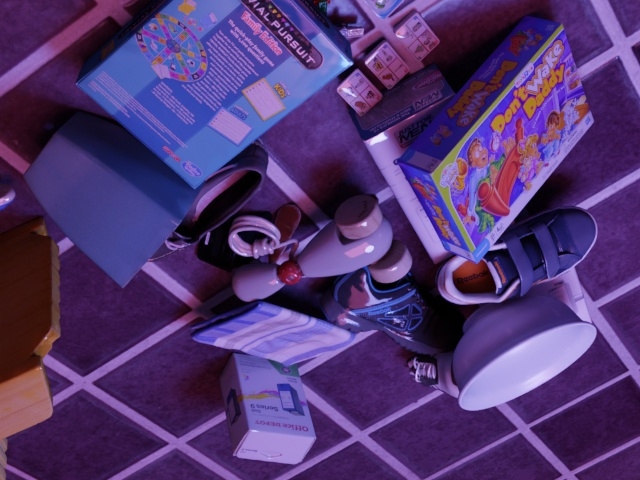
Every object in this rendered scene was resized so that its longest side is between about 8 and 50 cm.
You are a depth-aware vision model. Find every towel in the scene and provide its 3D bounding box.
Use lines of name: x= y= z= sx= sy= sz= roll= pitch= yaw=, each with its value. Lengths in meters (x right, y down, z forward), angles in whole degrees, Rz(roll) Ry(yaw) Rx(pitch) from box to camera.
towel: x=-0.090 y=0.188 z=1.952 sx=0.209 sy=0.034 sz=0.285 roll=-23 pitch=149 yaw=36

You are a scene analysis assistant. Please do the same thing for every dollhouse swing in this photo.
dollhouse swing: x=-0.520 y=0.220 z=1.716 sx=0.315 sy=0.347 sz=0.305 roll=-24 pitch=133 yaw=7

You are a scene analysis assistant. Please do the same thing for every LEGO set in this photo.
LEGO set: x=0.054 y=-0.337 z=1.576 sx=0.182 sy=0.060 sz=0.244 roll=-43 pitch=131 yaw=9

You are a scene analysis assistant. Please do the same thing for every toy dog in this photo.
toy dog: x=0.000 y=0.000 z=1.813 sx=0.333 sy=0.161 sz=0.220 roll=-2 pitch=128 yaw=5

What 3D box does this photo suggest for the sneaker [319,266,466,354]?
sneaker: x=0.173 y=0.133 z=1.982 sx=0.340 sy=0.125 sz=0.140 roll=14 pitch=122 yaw=-29

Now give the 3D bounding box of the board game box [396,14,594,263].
board game box: x=0.300 y=-0.167 z=1.644 sx=0.347 sy=0.078 sz=0.233 roll=-49 pitch=135 yaw=-14

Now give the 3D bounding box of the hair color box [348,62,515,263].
hair color box: x=0.204 y=-0.128 z=1.754 sx=0.174 sy=0.105 sz=0.347 roll=-28 pitch=134 yaw=7

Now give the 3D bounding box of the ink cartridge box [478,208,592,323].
ink cartridge box: x=0.421 y=0.097 z=2.019 sx=0.207 sy=0.117 sz=0.283 roll=-24 pitch=134 yaw=8

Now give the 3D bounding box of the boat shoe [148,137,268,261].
boat shoe: x=-0.220 y=-0.056 z=1.714 sx=0.335 sy=0.095 sz=0.112 roll=-40 pitch=130 yaw=22

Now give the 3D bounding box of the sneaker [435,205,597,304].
sneaker: x=0.367 y=0.037 z=1.822 sx=0.321 sy=0.127 sz=0.126 roll=-26 pitch=90 yaw=6

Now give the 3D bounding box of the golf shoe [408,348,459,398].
golf shoe: x=0.252 y=0.283 z=2.082 sx=0.120 sy=0.105 sz=0.273 roll=-2 pitch=174 yaw=1

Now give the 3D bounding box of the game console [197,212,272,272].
game console: x=-0.161 y=-0.008 z=1.835 sx=0.107 sy=0.071 sz=0.122 roll=23 pitch=129 yaw=5

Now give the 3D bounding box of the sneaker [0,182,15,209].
sneaker: x=-0.567 y=-0.038 z=1.661 sx=0.152 sy=0.058 sz=0.085 roll=-19 pitch=129 yaw=9

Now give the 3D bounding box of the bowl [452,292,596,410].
bowl: x=0.365 y=0.193 z=1.891 sx=0.298 sy=0.134 sz=0.298 roll=-22 pitch=151 yaw=-13

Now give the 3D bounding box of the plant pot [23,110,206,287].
plant pot: x=-0.341 y=-0.082 z=1.587 sx=0.234 sy=0.166 sz=0.165 roll=39 pitch=116 yaw=-12

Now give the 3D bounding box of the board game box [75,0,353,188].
board game box: x=-0.160 y=-0.269 z=1.501 sx=0.336 sy=0.079 sz=0.254 roll=-35 pitch=120 yaw=21

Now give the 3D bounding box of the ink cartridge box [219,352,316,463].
ink cartridge box: x=-0.112 y=0.346 z=2.042 sx=0.154 sy=0.212 sz=0.093 roll=12 pitch=128 yaw=-24
